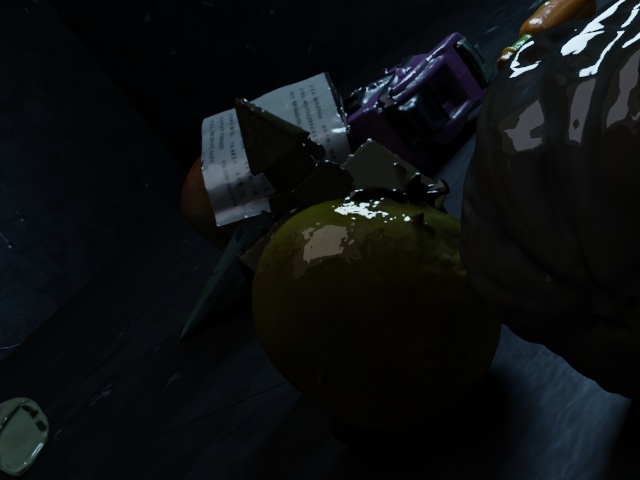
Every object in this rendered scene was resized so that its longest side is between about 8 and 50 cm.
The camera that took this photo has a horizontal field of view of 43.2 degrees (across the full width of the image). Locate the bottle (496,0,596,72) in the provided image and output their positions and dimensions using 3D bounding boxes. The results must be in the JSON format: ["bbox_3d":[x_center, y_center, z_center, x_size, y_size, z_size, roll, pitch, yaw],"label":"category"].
[{"bbox_3d":[0.336,-0.312,1.219,0.187,0.069,0.069,-42,14,-20],"label":"bottle"}]

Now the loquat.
[{"bbox_3d":[0.037,0.055,0.561,0.172,0.204,0.149,12,24,13],"label":"loquat"}]

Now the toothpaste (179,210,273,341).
[{"bbox_3d":[-0.131,0.047,1.142,0.297,0.048,0.075,-53,-2,42],"label":"toothpaste"}]

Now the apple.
[{"bbox_3d":[-0.100,-0.058,1.207,0.164,0.209,0.209,-59,20,-19],"label":"apple"}]

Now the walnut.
[{"bbox_3d":[0.176,-0.030,0.398,0.224,0.224,0.224,-36,13,9],"label":"walnut"}]

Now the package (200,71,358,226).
[{"bbox_3d":[-0.060,-0.136,1.081,0.204,0.062,0.250,-18,45,1],"label":"package"}]

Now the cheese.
[{"bbox_3d":[-0.503,0.326,1.213,0.202,0.091,0.175,-35,13,17],"label":"cheese"}]

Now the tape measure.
[{"bbox_3d":[0.111,-0.185,1.198,0.232,0.149,0.245,-20,22,47],"label":"tape measure"}]

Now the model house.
[{"bbox_3d":[0.010,-0.028,0.704,0.181,0.248,0.176,-45,15,-24],"label":"model house"}]
